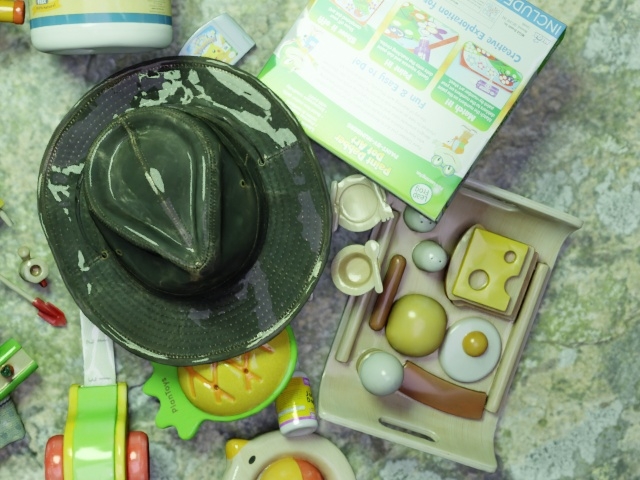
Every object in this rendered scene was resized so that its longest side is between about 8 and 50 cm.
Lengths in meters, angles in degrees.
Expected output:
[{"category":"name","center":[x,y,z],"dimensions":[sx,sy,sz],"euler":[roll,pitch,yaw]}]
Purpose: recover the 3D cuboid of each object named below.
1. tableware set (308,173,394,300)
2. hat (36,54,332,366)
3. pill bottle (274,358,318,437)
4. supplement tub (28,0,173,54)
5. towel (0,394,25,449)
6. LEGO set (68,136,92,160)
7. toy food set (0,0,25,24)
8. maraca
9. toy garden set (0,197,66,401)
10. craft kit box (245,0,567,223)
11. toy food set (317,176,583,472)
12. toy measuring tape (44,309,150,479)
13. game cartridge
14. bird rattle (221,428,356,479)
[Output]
[{"category":"tableware set","center":[0.000,0.000,1.210],"dimensions":[0.168,0.020,0.141],"euler":[-7,82,15]},{"category":"hat","center":[-0.143,-0.039,1.106],"dimensions":[0.331,0.134,0.331],"euler":[0,85,1]},{"category":"pill bottle","center":[-0.031,0.175,1.229],"dimensions":[0.043,0.043,0.083],"euler":[-10,66,-6]},{"category":"supplement tub","center":[-0.226,-0.292,1.113],"dimensions":[0.144,0.144,0.200],"euler":[-3,96,-7]},{"category":"towel","center":[-0.526,0.149,1.179],"dimensions":[0.324,0.056,0.312],"euler":[-26,102,-6]},{"category":"LEGO set","center":[-0.245,-0.101,1.193],"dimensions":[0.083,0.023,0.054],"euler":[-20,99,-5]},{"category":"toy food set","center":[-0.341,-0.333,1.093],"dimensions":[0.104,0.111,0.232],"euler":[4,73,-9]},{"category":"maraca","center":[-0.110,0.141,1.202],"dimensions":[0.185,0.099,0.127],"euler":[-30,64,10]},{"category":"toy garden set","center":[-0.375,0.049,1.148],"dimensions":[0.204,0.049,0.244],"euler":[-44,109,-21]},{"category":"craft kit box","center":[0.091,-0.186,1.177],"dimensions":[0.250,0.061,0.247],"euler":[35,88,9]},{"category":"toy food set","center":[0.146,0.084,1.232],"dimensions":[0.219,0.092,0.306],"euler":[19,94,-9]},{"category":"toy measuring tape","center":[-0.241,0.180,1.181],"dimensions":[0.121,0.121,0.330],"euler":[-2,97,-7]},{"category":"game cartridge","center":[-0.119,-0.207,1.203],"dimensions":[0.083,0.017,0.056],"euler":[-45,96,-1]},{"category":"bird rattle","center":[-0.024,0.314,1.224],"dimensions":[0.253,0.143,0.207],"euler":[1,80,-11]}]
